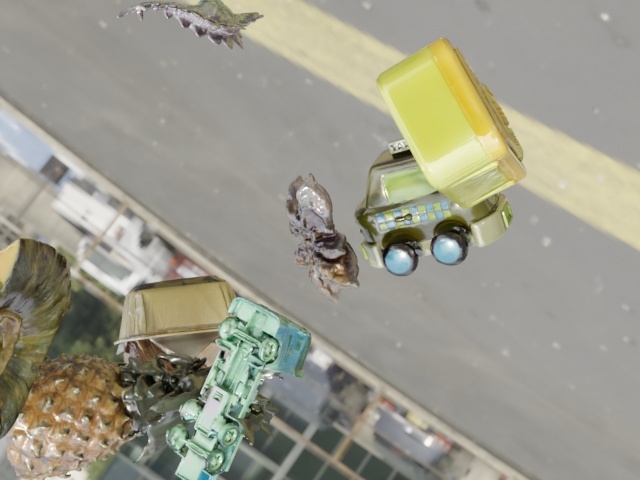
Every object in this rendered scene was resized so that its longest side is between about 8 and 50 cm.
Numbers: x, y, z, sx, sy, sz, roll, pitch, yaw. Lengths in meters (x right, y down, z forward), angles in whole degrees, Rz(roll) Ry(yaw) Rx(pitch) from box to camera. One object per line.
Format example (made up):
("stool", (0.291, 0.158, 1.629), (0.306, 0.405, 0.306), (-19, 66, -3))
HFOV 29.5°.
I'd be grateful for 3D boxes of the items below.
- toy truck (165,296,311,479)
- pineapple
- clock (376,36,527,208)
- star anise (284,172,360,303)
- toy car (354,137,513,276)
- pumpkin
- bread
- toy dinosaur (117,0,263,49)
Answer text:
("toy truck", (-0.072, 0.145, 1.122), (0.067, 0.175, 0.081), (24, 180, 38))
("pineapple", (-0.209, 0.201, 1.515), (0.364, 0.166, 0.165), (-8, 166, -5))
("clock", (0.142, -0.119, 1.273), (0.143, 0.096, 0.202), (65, -167, 12))
("star anise", (-0.005, 0.001, 1.942), (0.212, 0.073, 0.197), (64, 163, 14))
("toy car", (0.168, -0.074, 1.960), (0.247, 0.204, 0.198), (-12, 107, 24))
("pumpkin", (-0.402, 0.109, 1.288), (0.190, 0.281, 0.139), (21, 175, 22))
("bread", (-0.222, 0.171, 1.999), (0.224, 0.212, 0.142), (-6, 170, -23))
("toy dinosaur", (-0.133, -0.246, 1.331), (0.209, 0.039, 0.082), (-7, -133, -47))
